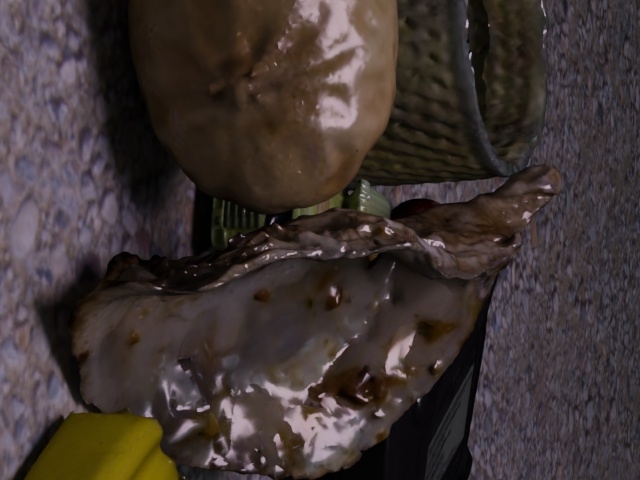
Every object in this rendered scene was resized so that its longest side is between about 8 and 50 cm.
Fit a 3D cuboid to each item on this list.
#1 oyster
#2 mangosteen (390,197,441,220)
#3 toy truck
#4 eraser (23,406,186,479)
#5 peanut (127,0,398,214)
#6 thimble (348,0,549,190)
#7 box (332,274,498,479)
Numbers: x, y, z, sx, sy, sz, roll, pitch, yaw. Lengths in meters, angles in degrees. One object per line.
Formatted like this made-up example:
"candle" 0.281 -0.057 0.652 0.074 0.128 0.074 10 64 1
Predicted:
"oyster" -0.003 0.058 1.208 0.396 0.111 0.204 -10 130 -39
"mangosteen" 0.089 0.002 1.620 0.081 0.081 0.081 -2 90 -68
"toy truck" 0.000 0.000 1.331 0.191 0.116 0.085 45 45 -61
"eraser" -0.137 0.218 1.030 0.226 0.069 0.158 -63 147 -51
"peanut" -0.040 -0.208 1.189 0.192 0.169 0.387 22 64 -61
"thimble" 0.087 -0.175 1.521 0.271 0.150 0.271 -2 90 -69
"box" 0.073 0.159 1.498 0.290 0.073 0.289 -53 151 -58
